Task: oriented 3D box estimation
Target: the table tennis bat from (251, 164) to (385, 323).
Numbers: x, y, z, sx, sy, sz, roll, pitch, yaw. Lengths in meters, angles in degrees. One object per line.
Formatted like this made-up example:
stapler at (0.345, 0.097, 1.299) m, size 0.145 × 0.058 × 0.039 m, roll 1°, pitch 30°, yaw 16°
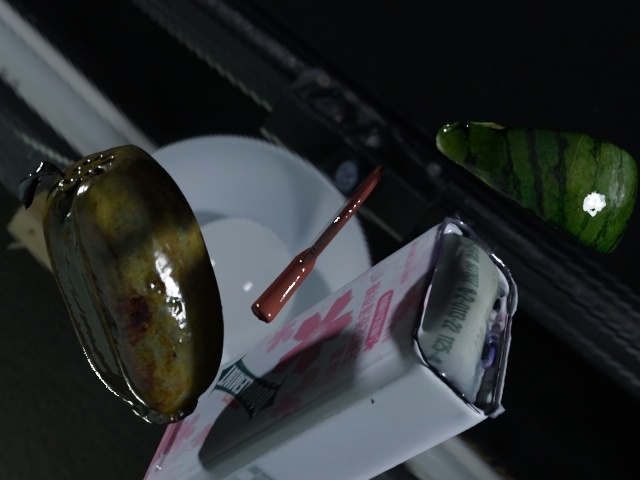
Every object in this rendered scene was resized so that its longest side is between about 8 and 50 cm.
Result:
table tennis bat at (0.000, 0.000, 0.924) m, size 0.019 × 0.154 × 0.098 m, roll 40°, pitch -21°, yaw -2°

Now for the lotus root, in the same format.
lotus root at (-0.154, 0.035, 1.025) m, size 0.124 × 0.123 × 0.241 m, roll 10°, pitch -57°, yaw 49°

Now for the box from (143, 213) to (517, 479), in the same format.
box at (0.006, 0.139, 1.076) m, size 0.370 × 0.190 × 0.112 m, roll -33°, pitch -67°, yaw 34°

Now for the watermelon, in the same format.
watermelon at (0.177, -0.030, 0.897) m, size 0.181 × 0.075 × 0.092 m, roll 22°, pitch -23°, yaw -39°
